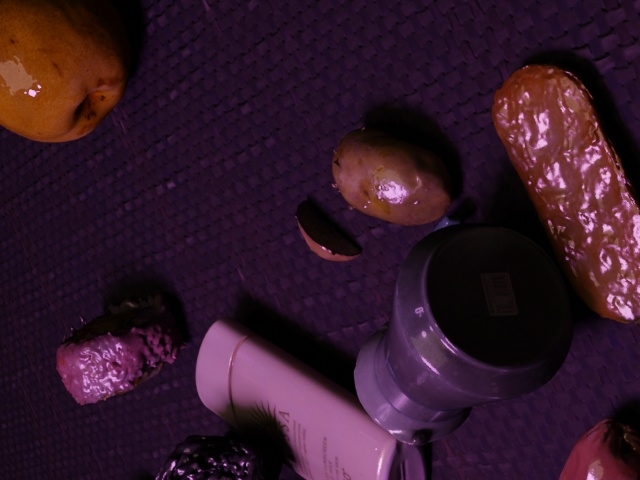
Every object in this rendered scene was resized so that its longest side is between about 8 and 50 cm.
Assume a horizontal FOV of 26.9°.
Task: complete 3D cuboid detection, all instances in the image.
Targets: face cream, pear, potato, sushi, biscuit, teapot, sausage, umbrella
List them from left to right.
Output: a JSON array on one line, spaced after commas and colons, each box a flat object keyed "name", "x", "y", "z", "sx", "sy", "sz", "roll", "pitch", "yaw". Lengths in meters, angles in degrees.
[{"name": "pear", "x": -0.332, "y": -0.229, "z": 1.616, "sx": 0.209, "sy": 0.209, "sz": 0.209, "roll": 29, "pitch": 132, "yaw": 38}, {"name": "sushi", "x": -0.293, "y": 0.155, "z": 1.829, "sx": 0.241, "sy": 0.161, "sz": 0.107, "roll": -9, "pitch": 105, "yaw": 52}, {"name": "umbrella", "x": -0.140, "y": 0.305, "z": 1.662, "sx": 0.336, "sy": 0.154, "sz": 0.128, "roll": 149, "pitch": 115, "yaw": -71}, {"name": "face cream", "x": -0.023, "y": 0.212, "z": 1.593, "sx": 0.348, "sy": 0.081, "sz": 0.173, "roll": 29, "pitch": 140, "yaw": 38}, {"name": "potato", "x": 0.000, "y": 0.001, "z": 1.478, "sx": 0.093, "sy": 0.037, "sz": 0.036, "roll": 43, "pitch": 144, "yaw": 25}, {"name": "potato", "x": 0.067, "y": -0.063, "z": 1.325, "sx": 0.138, "sy": 0.070, "sz": 0.091, "roll": 25, "pitch": 130, "yaw": 41}, {"name": "teapot", "x": 0.125, "y": 0.081, "z": 1.279, "sx": 0.225, "sy": 0.171, "sz": 0.203, "roll": 123, "pitch": 147, "yaw": -59}, {"name": "sausage", "x": 0.247, "y": 0.345, "z": 1.338, "sx": 0.088, "sy": 0.088, "sz": 0.433, "roll": 36, "pitch": 136, "yaw": 33}, {"name": "biscuit", "x": 0.230, "y": -0.040, "z": 1.172, "sx": 0.118, "sy": 0.029, "sz": 0.247, "roll": -23, "pitch": 93, "yaw": 52}]
